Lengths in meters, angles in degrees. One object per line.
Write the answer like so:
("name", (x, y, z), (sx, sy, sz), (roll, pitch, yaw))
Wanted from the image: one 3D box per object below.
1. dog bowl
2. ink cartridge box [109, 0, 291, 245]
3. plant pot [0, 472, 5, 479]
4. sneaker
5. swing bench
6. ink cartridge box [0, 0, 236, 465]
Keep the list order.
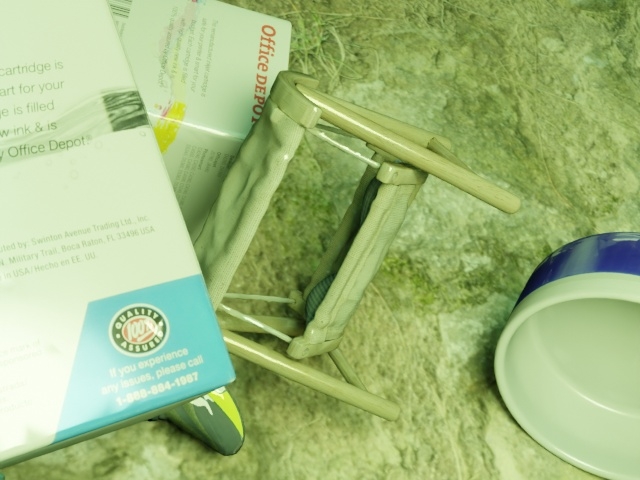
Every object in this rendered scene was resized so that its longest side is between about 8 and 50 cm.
("dog bowl", (0.321, 0.124, 1.033), (0.264, 0.265, 0.104), (32, 46, 3))
("ink cartridge box", (-0.187, -0.136, 1.059), (0.270, 0.197, 0.198), (14, 50, -13))
("plant pot", (-0.175, 0.329, 0.635), (0.255, 0.272, 0.272), (32, 47, -6))
("sneaker", (-0.211, 0.133, 0.916), (0.299, 0.111, 0.121), (26, 65, -2))
("swing bench", (0.000, 0.000, 0.932), (0.254, 0.253, 0.165), (20, 17, -31))
("ink cartridge box", (-0.275, -0.026, 0.757), (0.285, 0.166, 0.395), (-14, 80, -32))
